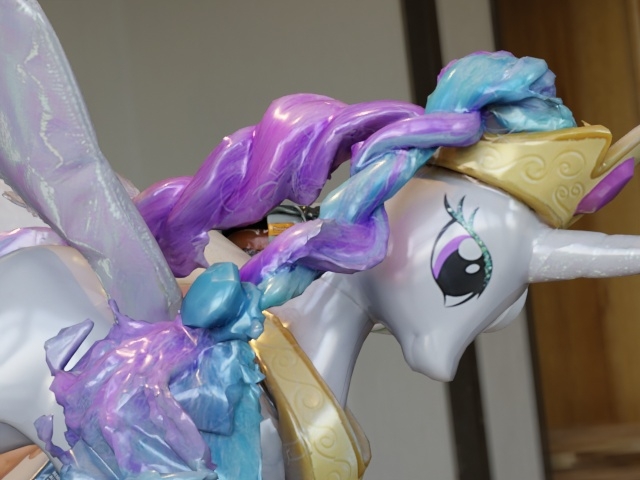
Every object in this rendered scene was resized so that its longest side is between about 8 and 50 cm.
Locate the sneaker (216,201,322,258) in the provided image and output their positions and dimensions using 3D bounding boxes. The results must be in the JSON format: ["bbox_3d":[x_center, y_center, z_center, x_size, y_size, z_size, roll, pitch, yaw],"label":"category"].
[{"bbox_3d":[0.000,0.000,1.758,0.271,0.100,0.108,-8,-23,9],"label":"sneaker"}]

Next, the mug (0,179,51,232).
[{"bbox_3d":[-0.409,0.095,1.676,0.328,0.374,0.276,19,-14,-1],"label":"mug"}]

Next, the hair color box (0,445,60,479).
[{"bbox_3d":[-0.267,0.238,1.254,0.174,0.105,0.347,-7,31,43],"label":"hair color box"}]

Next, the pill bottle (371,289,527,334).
[{"bbox_3d":[0.096,0.031,1.357,0.117,0.117,0.208,-8,-13,38],"label":"pill bottle"}]

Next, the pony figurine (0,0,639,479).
[{"bbox_3d":[-0.087,0.041,0.568,0.351,0.363,0.303,31,-10,28],"label":"pony figurine"}]
